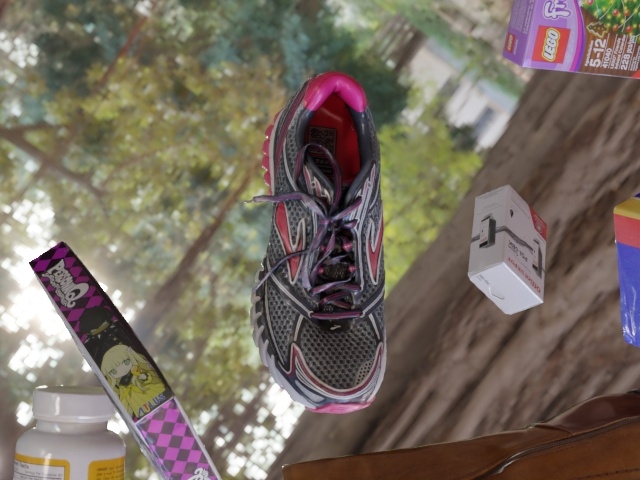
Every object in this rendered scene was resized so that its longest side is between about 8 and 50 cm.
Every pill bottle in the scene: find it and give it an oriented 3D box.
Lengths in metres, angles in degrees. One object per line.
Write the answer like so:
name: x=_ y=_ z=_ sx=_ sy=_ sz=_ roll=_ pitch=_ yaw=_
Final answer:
pill bottle: x=-0.269 y=0.263 z=1.317 sx=0.117 sy=0.208 sz=0.117 roll=2 pitch=178 yaw=0

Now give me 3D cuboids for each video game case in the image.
video game case: x=-0.144 y=0.139 z=1.016 sx=0.210 sy=0.042 sz=0.232 roll=47 pitch=163 yaw=41

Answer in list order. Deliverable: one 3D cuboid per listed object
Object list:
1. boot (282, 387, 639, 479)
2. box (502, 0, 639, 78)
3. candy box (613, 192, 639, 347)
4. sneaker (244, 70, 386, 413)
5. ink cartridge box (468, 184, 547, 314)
boot: x=0.123 y=0.156 z=0.664 sx=0.280 sy=0.096 sz=0.264 roll=-8 pitch=-159 yaw=-8
box: x=0.323 y=-0.324 z=1.323 sx=0.201 sy=0.293 sz=0.057 roll=2 pitch=-160 yaw=-19
candy box: x=0.403 y=-0.008 z=0.828 sx=0.268 sy=0.317 sz=0.122 roll=21 pitch=132 yaw=53
sneaker: x=0.000 y=0.000 z=1.065 sx=0.121 sy=0.299 sz=0.112 roll=-2 pitch=165 yaw=-15
ink cartridge box: x=0.245 y=0.012 z=1.599 sx=0.099 sy=0.056 sz=0.135 roll=41 pitch=-138 yaw=-32
